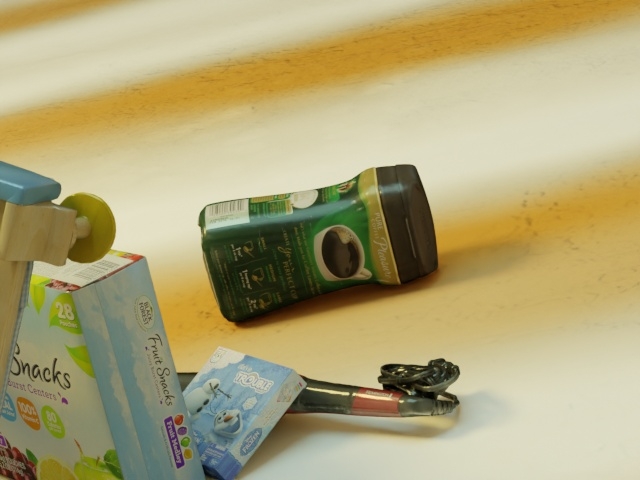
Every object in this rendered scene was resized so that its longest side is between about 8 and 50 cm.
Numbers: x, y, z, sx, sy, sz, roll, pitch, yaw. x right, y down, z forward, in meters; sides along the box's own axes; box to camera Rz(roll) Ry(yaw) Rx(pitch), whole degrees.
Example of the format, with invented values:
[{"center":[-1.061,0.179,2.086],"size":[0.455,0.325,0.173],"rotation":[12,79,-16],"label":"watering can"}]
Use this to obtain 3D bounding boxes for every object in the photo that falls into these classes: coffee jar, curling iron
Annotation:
[{"center":[0.000,0.000,1.587],"size":[0.184,0.096,0.079],"rotation":[-12,22,5],"label":"coffee jar"},{"center":[-0.016,0.108,1.399],"size":[0.274,0.035,0.068],"rotation":[-4,5,35],"label":"curling iron"}]

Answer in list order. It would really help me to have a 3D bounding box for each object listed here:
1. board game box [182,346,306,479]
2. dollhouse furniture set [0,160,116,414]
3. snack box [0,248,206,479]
[{"center":[-0.067,0.120,1.367],"size":[0.090,0.020,0.090],"rotation":[12,57,51],"label":"board game box"},{"center":[-0.275,0.065,1.292],"size":[0.303,0.286,0.198],"rotation":[15,11,20],"label":"dollhouse furniture set"},{"center":[-0.181,0.088,1.357],"size":[0.070,0.175,0.207],"rotation":[-27,24,-36],"label":"snack box"}]
